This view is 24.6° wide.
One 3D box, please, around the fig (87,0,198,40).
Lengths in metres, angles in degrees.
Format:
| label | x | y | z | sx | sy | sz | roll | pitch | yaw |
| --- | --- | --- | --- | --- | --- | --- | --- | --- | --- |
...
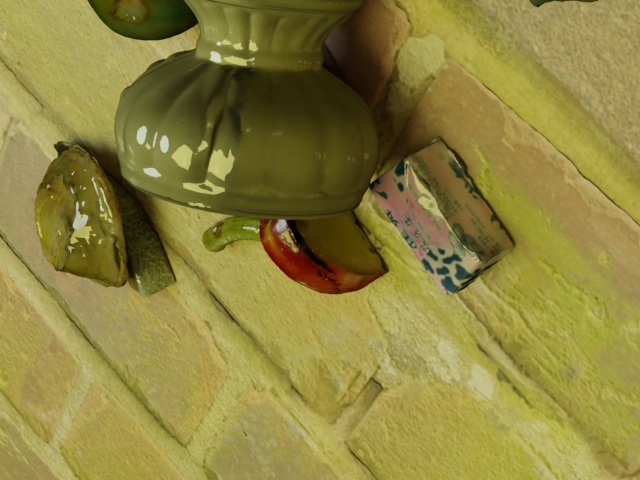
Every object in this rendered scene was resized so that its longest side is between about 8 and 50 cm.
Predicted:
| label | x | y | z | sx | sy | sz | roll | pitch | yaw |
| --- | --- | --- | --- | --- | --- | --- | --- | --- | --- |
| fig | -0.210 | -0.323 | 1.779 | 0.181 | 0.191 | 0.181 | 4 | 123 | 6 |

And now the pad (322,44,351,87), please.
| label | x | y | z | sx | sy | sz | roll | pitch | yaw |
| --- | --- | --- | --- | --- | --- | --- | --- | --- | --- |
| pad | -0.045 | -0.208 | 1.801 | 0.266 | 0.002 | 0.176 | 58 | 141 | 2 |

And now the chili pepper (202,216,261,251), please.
| label | x | y | z | sx | sy | sz | roll | pitch | yaw |
| --- | --- | --- | --- | --- | --- | --- | --- | --- | --- |
| chili pepper | -0.094 | -0.010 | 1.946 | 0.208 | 0.043 | 0.049 | -3 | 98 | 47 |

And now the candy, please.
| label | x | y | z | sx | sy | sz | roll | pitch | yaw |
| --- | --- | --- | --- | --- | --- | --- | --- | --- | --- |
| candy | 0.138 | -0.026 | 1.662 | 0.160 | 0.073 | 0.092 | 55 | 139 | 6 |

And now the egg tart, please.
| label | x | y | z | sx | sy | sz | roll | pitch | yaw |
| --- | --- | --- | --- | --- | --- | --- | --- | --- | --- |
| egg tart | -0.358 | -0.027 | 2.140 | 0.252 | 0.098 | 0.232 | 55 | 149 | 33 |

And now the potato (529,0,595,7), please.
| label | x | y | z | sx | sy | sz | roll | pitch | yaw |
| --- | --- | --- | --- | --- | --- | --- | --- | --- | --- |
| potato | 0.200 | -0.370 | 1.314 | 0.280 | 0.213 | 0.330 | 32 | 126 | 6 |

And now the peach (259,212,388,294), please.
| label | x | y | z | sx | sy | sz | roll | pitch | yaw |
| --- | --- | --- | --- | --- | --- | --- | --- | --- | --- |
| peach | -0.004 | 0.001 | 1.817 | 0.172 | 0.127 | 0.092 | 42 | 136 | -18 |

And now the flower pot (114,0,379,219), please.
| label | x | y | z | sx | sy | sz | roll | pitch | yaw |
| --- | --- | --- | --- | --- | --- | --- | --- | --- | --- |
| flower pot | -0.073 | -0.175 | 1.646 | 0.307 | 0.307 | 0.244 | 22 | 110 | 37 |

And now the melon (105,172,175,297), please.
| label | x | y | z | sx | sy | sz | roll | pitch | yaw |
| --- | --- | --- | --- | --- | --- | --- | --- | --- | --- |
| melon | -0.278 | -0.009 | 2.151 | 0.098 | 0.054 | 0.182 | 14 | 124 | 60 |
